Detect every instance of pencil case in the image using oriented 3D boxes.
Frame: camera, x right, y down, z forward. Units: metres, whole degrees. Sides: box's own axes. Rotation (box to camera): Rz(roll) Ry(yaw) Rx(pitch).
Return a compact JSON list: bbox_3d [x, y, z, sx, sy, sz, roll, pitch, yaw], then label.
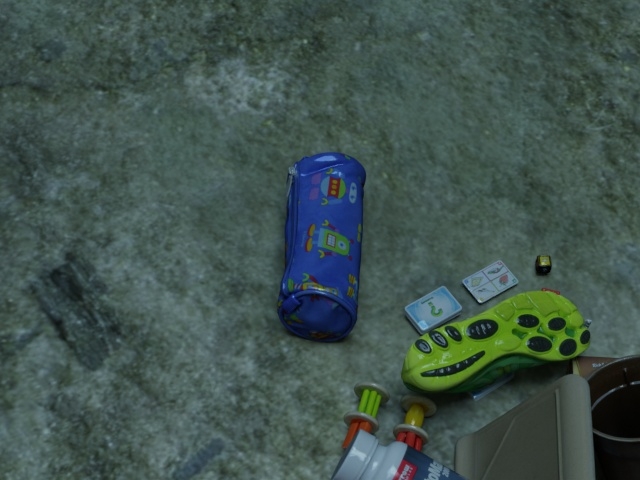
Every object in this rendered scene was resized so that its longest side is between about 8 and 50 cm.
[{"bbox_3d":[0.000,0.000,2.031,0.133,0.119,0.306,22,49,-21],"label":"pencil case"}]

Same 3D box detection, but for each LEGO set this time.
[{"bbox_3d":[0.275,0.106,1.998,0.244,0.060,0.182,-27,61,-20],"label":"LEGO set"}]

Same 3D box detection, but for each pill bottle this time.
[{"bbox_3d":[0.110,0.325,1.750,0.180,0.108,0.108,29,56,1],"label":"pill bottle"}]

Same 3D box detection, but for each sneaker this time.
[{"bbox_3d":[0.242,0.147,1.902,0.295,0.123,0.109,-11,76,-19],"label":"sneaker"}]

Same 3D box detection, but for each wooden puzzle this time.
[{"bbox_3d":[0.268,0.314,1.757,0.044,0.238,0.221,27,47,-27],"label":"wooden puzzle"}]

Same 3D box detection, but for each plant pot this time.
[{"bbox_3d":[0.434,0.266,1.786,0.167,0.165,0.167,-13,33,9],"label":"plant pot"}]

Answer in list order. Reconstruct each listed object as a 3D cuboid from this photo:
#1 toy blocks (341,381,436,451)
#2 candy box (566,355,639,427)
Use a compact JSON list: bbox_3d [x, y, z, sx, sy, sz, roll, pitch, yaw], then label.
[{"bbox_3d":[0.086,0.278,1.861,0.123,0.054,0.148,13,54,8],"label":"toy blocks"},{"bbox_3d":[0.447,0.224,1.910,0.186,0.053,0.109,4,52,1],"label":"candy box"}]
